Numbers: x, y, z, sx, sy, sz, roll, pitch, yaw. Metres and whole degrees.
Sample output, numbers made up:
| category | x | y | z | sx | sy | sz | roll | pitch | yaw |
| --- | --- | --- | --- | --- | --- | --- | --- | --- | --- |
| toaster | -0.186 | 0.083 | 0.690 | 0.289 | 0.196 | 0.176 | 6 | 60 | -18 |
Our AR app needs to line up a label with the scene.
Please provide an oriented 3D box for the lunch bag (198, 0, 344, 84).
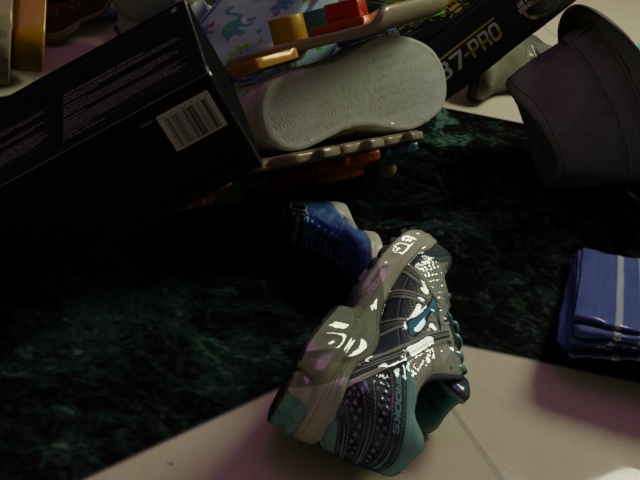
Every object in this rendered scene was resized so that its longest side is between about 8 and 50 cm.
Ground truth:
| category | x | y | z | sx | sy | sz | roll | pitch | yaw |
| --- | --- | --- | --- | --- | --- | --- | --- | --- | --- |
| lunch bag | -0.064 | -0.256 | 1.357 | 0.176 | 0.090 | 0.219 | 19 | 65 | 39 |

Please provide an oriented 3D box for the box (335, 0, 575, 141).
| category | x | y | z | sx | sy | sz | roll | pitch | yaw |
| --- | --- | --- | --- | --- | --- | --- | --- | --- | --- |
| box | 0.095 | -0.312 | 1.446 | 0.318 | 0.097 | 0.395 | -36 | 38 | -1 |

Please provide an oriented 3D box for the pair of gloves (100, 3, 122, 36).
| category | x | y | z | sx | sy | sz | roll | pitch | yaw |
| --- | --- | --- | --- | --- | --- | --- | --- | --- | --- |
| pair of gloves | -0.270 | -0.315 | 1.585 | 0.198 | 0.023 | 0.159 | 21 | 31 | 21 |

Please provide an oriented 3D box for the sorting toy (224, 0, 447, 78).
| category | x | y | z | sx | sy | sz | roll | pitch | yaw |
| --- | --- | --- | --- | --- | --- | --- | --- | --- | --- |
| sorting toy | 0.014 | -0.225 | 1.156 | 0.196 | 0.047 | 0.348 | -13 | 10 | 31 |

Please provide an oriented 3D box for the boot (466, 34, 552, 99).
| category | x | y | z | sx | sy | sz | roll | pitch | yaw |
| --- | --- | --- | --- | --- | --- | --- | --- | --- | --- |
| boot | 0.314 | -0.243 | 1.597 | 0.161 | 0.083 | 0.246 | 24 | 32 | 13 |

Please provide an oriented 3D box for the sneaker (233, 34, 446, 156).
| category | x | y | z | sx | sy | sz | roll | pitch | yaw |
| --- | --- | --- | --- | --- | --- | --- | --- | --- | --- |
| sneaker | -0.008 | -0.153 | 1.206 | 0.292 | 0.108 | 0.169 | -17 | 10 | -42 |

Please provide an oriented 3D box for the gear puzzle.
| category | x | y | z | sx | sy | sz | roll | pitch | yaw |
| --- | --- | --- | --- | --- | --- | --- | --- | --- | --- |
| gear puzzle | -0.038 | -0.060 | 1.077 | 0.175 | 0.044 | 0.339 | -8 | 5 | 36 |

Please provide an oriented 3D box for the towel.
| category | x | y | z | sx | sy | sz | roll | pitch | yaw |
| --- | --- | --- | --- | --- | --- | --- | --- | --- | --- |
| towel | 0.389 | 0.084 | 1.010 | 0.336 | 0.040 | 0.243 | 13 | 19 | 11 |

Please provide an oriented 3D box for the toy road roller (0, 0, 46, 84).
| category | x | y | z | sx | sy | sz | roll | pitch | yaw |
| --- | --- | --- | --- | --- | --- | --- | --- | --- | --- |
| toy road roller | -0.449 | -0.316 | 1.390 | 0.203 | 0.240 | 0.329 | 3 | 66 | -15 |

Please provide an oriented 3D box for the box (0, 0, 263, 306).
| category | x | y | z | sx | sy | sz | roll | pitch | yaw |
| --- | --- | --- | --- | --- | --- | --- | --- | --- | --- |
| box | -0.196 | -0.077 | 0.942 | 0.261 | 0.103 | 0.184 | -28 | 34 | 4 |

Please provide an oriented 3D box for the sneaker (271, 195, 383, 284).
| category | x | y | z | sx | sy | sz | roll | pitch | yaw |
| --- | --- | --- | --- | --- | --- | --- | --- | --- | --- |
| sneaker | 0.000 | 0.001 | 1.041 | 0.085 | 0.058 | 0.152 | 5 | 24 | -21 |

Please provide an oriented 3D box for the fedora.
| category | x | y | z | sx | sy | sz | roll | pitch | yaw |
| --- | --- | --- | --- | --- | --- | --- | --- | --- | --- |
| fedora | 0.297 | -0.142 | 1.288 | 0.124 | 0.243 | 0.275 | -22 | 26 | 2 |

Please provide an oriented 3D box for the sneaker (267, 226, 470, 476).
| category | x | y | z | sx | sy | sz | roll | pitch | yaw |
| --- | --- | --- | --- | --- | --- | --- | --- | --- | --- |
| sneaker | 0.062 | 0.092 | 0.879 | 0.122 | 0.110 | 0.283 | 34 | 34 | 6 |

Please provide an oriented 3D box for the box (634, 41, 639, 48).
| category | x | y | z | sx | sy | sz | roll | pitch | yaw |
| --- | --- | --- | --- | --- | --- | --- | --- | --- | --- |
| box | 0.497 | -0.190 | 1.533 | 0.244 | 0.100 | 0.060 | 30 | 35 | 34 |

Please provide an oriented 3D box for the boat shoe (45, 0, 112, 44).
| category | x | y | z | sx | sy | sz | roll | pitch | yaw |
| --- | --- | --- | --- | --- | --- | --- | --- | --- | --- |
| boat shoe | -0.336 | -0.331 | 1.512 | 0.064 | 0.060 | 0.178 | 14 | 40 | 15 |

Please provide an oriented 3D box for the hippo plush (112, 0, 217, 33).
| category | x | y | z | sx | sy | sz | roll | pitch | yaw |
| --- | --- | --- | --- | --- | --- | --- | --- | --- | --- |
| hippo plush | -0.169 | -0.364 | 1.433 | 0.234 | 0.294 | 0.236 | -1 | 53 | 5 |
